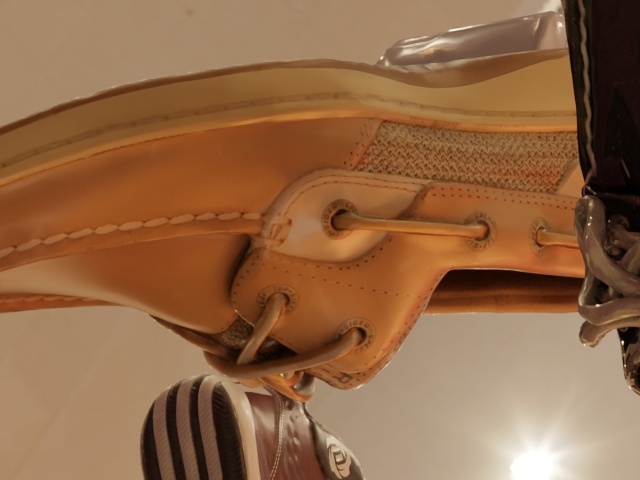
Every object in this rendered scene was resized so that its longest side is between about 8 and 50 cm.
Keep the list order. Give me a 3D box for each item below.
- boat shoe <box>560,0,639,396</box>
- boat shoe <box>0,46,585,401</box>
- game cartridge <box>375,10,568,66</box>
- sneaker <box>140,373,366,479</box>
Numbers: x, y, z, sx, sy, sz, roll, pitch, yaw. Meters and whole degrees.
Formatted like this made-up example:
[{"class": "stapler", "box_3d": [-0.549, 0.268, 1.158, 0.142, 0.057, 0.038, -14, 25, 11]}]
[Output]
[{"class": "boat shoe", "box_3d": [0.125, 0.012, 0.508, 0.113, 0.105, 0.306, -6, -70, 47]}, {"class": "boat shoe", "box_3d": [0.000, 0.000, 0.657, 0.121, 0.341, 0.110, -26, -105, 61]}, {"class": "game cartridge", "box_3d": [0.067, -0.051, 1.310, 0.196, 0.294, 0.060, 0, -43, 46]}, {"class": "sneaker", "box_3d": [-0.014, 0.217, 1.104, 0.106, 0.162, 0.281, -8, -93, 34]}]
